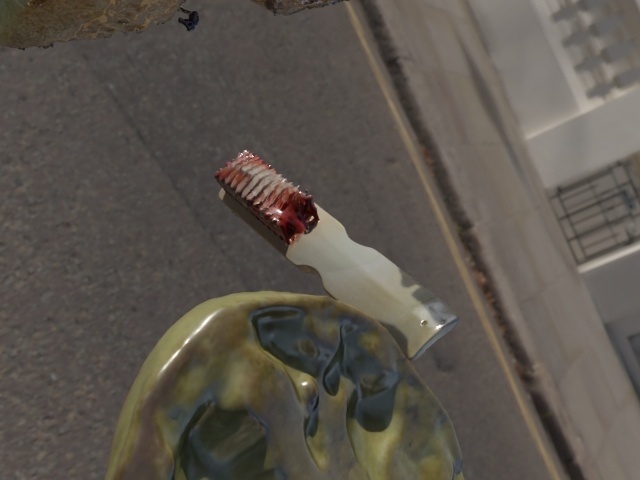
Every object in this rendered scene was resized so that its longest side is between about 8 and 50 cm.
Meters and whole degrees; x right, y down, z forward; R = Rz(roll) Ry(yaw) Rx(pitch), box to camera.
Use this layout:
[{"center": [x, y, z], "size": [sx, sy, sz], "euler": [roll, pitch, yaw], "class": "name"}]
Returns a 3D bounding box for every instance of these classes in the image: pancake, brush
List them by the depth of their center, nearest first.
[{"center": [-0.010, 0.174, 0.528], "size": [0.294, 0.049, 0.294], "euler": [13, 73, -46], "class": "pancake"}, {"center": [0.000, 0.000, 0.943], "size": [0.321, 0.060, 0.050], "euler": [39, -18, 44], "class": "brush"}]

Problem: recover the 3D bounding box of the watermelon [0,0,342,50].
[{"center": [-0.088, -0.260, 0.699], "size": [0.322, 0.175, 0.188], "euler": [-15, 64, -30], "class": "watermelon"}]
